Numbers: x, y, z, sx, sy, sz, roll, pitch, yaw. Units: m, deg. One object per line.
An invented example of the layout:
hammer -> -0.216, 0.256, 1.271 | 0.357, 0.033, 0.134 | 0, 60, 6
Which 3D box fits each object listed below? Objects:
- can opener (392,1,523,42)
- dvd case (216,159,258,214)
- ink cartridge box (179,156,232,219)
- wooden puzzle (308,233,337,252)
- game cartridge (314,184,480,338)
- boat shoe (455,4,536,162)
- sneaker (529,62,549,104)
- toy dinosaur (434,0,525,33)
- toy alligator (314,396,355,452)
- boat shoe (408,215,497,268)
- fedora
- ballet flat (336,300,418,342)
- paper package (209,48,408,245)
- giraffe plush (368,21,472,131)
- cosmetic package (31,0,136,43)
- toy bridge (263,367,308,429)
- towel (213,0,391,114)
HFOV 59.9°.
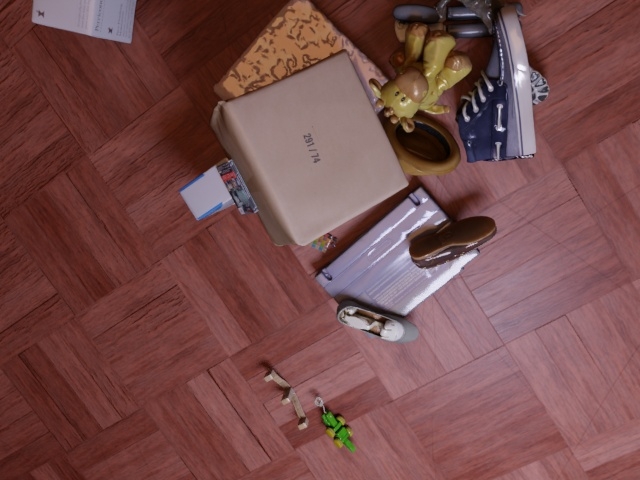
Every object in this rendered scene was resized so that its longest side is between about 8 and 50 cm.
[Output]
can opener -> 0.298, -0.477, 1.212 | 0.280, 0.093, 0.074 | 0, 104, 5
dvd case -> -0.178, -0.111, 1.181 | 0.013, 0.087, 0.120 | -31, 102, -24
ink cartridge box -> -0.221, -0.135, 1.329 | 0.148, 0.203, 0.086 | -32, 95, 16
wooden puzzle -> 0.000, 0.000, 1.427 | 0.083, 0.006, 0.049 | 25, 107, 3
game cartridge -> 0.189, 0.061, 1.384 | 0.355, 0.068, 0.230 | -41, 98, 17
boat shoe -> 0.358, -0.308, 1.175 | 0.158, 0.127, 0.341 | -9, 127, 18
sneaker -> 0.445, -0.375, 1.224 | 0.068, 0.071, 0.170 | -29, 114, 37
toy dinosaur -> 0.279, -0.545, 1.083 | 0.160, 0.121, 0.313 | -21, 137, 15
toy alligator -> 0.031, 0.508, 1.534 | 0.190, 0.056, 0.051 | 55, 147, -6
boat shoe -> 0.309, 0.007, 1.290 | 0.206, 0.073, 0.073 | -20, 137, 17
fedora -> 0.222, -0.206, 1.277 | 0.194, 0.194, 0.079 | 26, 143, 3
ballet flat -> 0.138, 0.211, 1.367 | 0.213, 0.068, 0.072 | 20, 107, 4
paper package -> -0.023, -0.189, 1.185 | 0.309, 0.168, 0.325 | -30, 99, -20
giraffe plush -> 0.192, -0.331, 1.180 | 0.181, 0.170, 0.210 | 33, 139, 21
cosmetic package -> -0.540, -0.556, 1.285 | 0.151, 0.184, 0.151 | 15, 107, 6
toy bridge -> -0.091, 0.426, 1.524 | 0.026, 0.063, 0.188 | -31, 99, 16
towel -> -0.037, -0.355, 1.317 | 0.332, 0.053, 0.317 | 45, 106, -4
